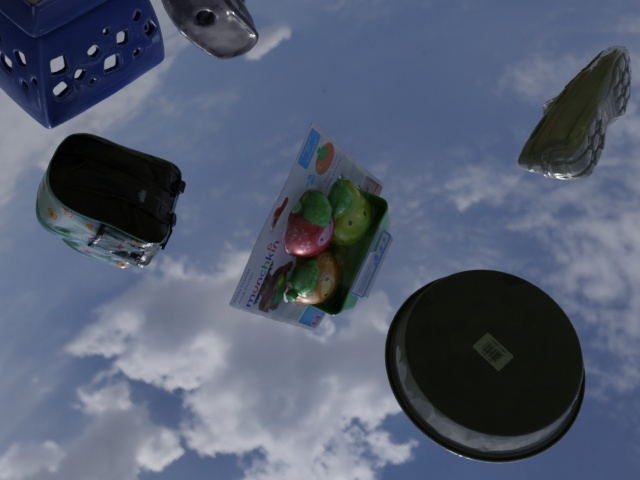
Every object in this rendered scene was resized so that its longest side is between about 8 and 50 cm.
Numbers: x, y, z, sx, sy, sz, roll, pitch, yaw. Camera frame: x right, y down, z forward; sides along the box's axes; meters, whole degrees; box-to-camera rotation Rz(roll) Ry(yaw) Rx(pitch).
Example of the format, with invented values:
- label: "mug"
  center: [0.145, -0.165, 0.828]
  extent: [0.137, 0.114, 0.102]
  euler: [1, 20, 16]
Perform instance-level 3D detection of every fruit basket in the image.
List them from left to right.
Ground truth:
- label: "fruit basket"
  center: [0.000, 0.000, 1.403]
  extent: [0.166, 0.353, 0.327]
  euler: [23, -94, 21]

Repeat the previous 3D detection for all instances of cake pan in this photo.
- label: "cake pan"
  center: [0.240, 0.164, 1.128]
  extent: [0.293, 0.054, 0.293]
  euler: [2, -121, -4]

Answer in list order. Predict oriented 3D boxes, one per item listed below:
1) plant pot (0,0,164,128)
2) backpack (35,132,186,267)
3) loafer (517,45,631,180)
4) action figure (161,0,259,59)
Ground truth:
- label: "plant pot"
  center: [-0.387, -0.345, 1.154]
  extent: [0.236, 0.212, 0.236]
  euler: [41, -119, 15]
- label: "backpack"
  center: [-0.315, -0.059, 1.157]
  extent: [0.144, 0.188, 0.165]
  euler: [-37, -144, 44]
- label: "loafer"
  center: [0.404, -0.208, 1.241]
  extent: [0.112, 0.112, 0.319]
  euler: [6, -140, 37]
- label: "action figure"
  center: [-0.062, -0.252, 0.487]
  extent: [0.185, 0.099, 0.285]
  euler: [-27, -127, 18]
